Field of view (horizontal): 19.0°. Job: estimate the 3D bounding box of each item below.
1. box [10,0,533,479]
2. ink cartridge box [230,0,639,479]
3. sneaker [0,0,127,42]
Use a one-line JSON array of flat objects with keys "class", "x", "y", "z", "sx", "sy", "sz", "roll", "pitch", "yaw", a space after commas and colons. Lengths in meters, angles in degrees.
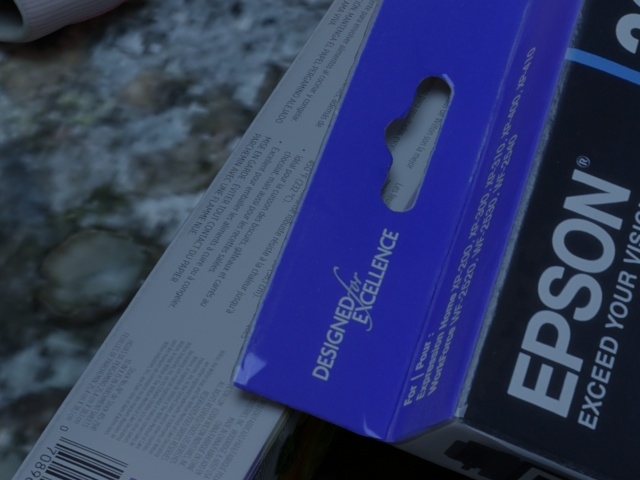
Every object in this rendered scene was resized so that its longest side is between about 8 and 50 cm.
[{"class": "box", "x": 0.000, "y": 0.000, "z": 0.619, "sx": 0.067, "sy": 0.063, "sz": 0.324, "roll": 20, "pitch": 57, "yaw": 17}, {"class": "ink cartridge box", "x": 0.103, "y": -0.008, "z": 0.583, "sx": 0.208, "sy": 0.045, "sz": 0.206, "roll": 22, "pitch": 59, "yaw": -3}, {"class": "sneaker", "x": -0.132, "y": -0.124, "z": 0.731, "sx": 0.070, "sy": 0.051, "sz": 0.134, "roll": -36, "pitch": 62, "yaw": -27}]
